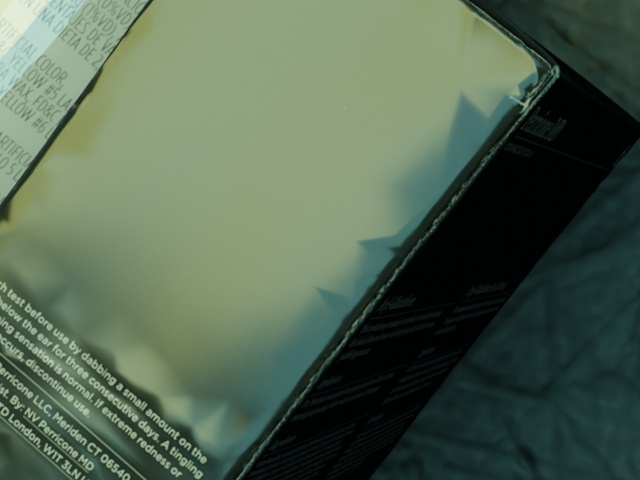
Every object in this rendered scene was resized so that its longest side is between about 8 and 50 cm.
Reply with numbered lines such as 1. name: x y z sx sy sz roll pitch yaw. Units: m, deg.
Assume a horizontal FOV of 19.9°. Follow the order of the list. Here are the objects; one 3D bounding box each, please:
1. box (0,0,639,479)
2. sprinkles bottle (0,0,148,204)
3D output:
1. box: 0.000 0.000 0.575 0.103 0.261 0.184 42 99 11
2. sprinkles bottle: -0.069 -0.089 0.604 0.121 0.121 0.355 43 96 11
